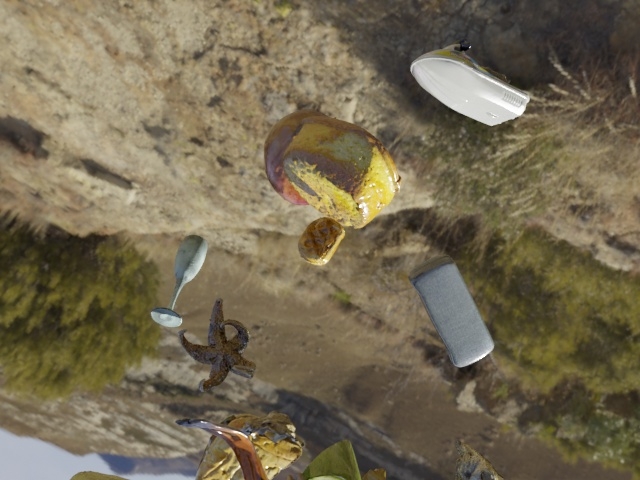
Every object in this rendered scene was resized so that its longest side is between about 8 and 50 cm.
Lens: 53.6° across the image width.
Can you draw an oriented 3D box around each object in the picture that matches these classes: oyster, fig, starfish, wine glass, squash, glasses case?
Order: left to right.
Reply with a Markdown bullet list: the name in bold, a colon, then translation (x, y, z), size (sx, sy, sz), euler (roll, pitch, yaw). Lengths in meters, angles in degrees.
- **wine glass**: translation (-0.417, 0.069, 1.943), size (0.096, 0.309, 0.264), euler (17, 139, -5)
- **starfish**: translation (-0.215, 0.214, 1.302), size (0.146, 0.189, 0.074), euler (-7, 152, -17)
- **oyster**: translation (-0.130, 0.443, 1.501), size (0.129, 0.078, 0.345), euler (2, 163, -9)
- **fig**: translation (-0.031, -0.214, 1.593), size (0.224, 0.224, 0.263), euler (19, 138, 26)
- **squash**: translation (0.002, 0.576, 1.522), size (0.189, 0.189, 0.260), euler (34, -174, -12)
- **glasses case**: translation (0.359, 0.193, 1.725), size (0.323, 0.131, 0.074), euler (60, 180, -20)
- **oyster**: translation (0.306, 0.505, 1.215), size (0.133, 0.209, 0.072), euler (6, 166, 32)

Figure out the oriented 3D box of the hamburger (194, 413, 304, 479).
- **hamburger**: translation (-0.229, 0.597, 1.796), size (0.209, 0.330, 0.162), euler (60, 169, -9)

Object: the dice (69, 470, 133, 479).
- **dice**: translation (-0.360, 0.498, 1.072), size (0.166, 0.169, 0.169), euler (13, 161, 12)

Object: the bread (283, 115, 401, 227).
- **bread**: translation (0.040, -0.143, 1.344), size (0.268, 0.145, 0.268), euler (37, 162, 14)

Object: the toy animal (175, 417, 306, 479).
- **toy animal**: translation (-0.114, 0.416, 1.036), size (0.225, 0.284, 0.302), euler (-13, 168, 27)

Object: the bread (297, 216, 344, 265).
- **bread**: translation (0.000, 0.000, 1.334), size (0.083, 0.110, 0.044), euler (26, 161, 23)

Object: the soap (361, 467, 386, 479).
- **soap**: translation (0.045, 0.659, 1.219), size (0.169, 0.304, 0.338), euler (21, 114, 34)

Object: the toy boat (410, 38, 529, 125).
- **toy boat**: translation (0.322, -0.351, 1.373), size (0.269, 0.140, 0.141), euler (31, 160, -23)
